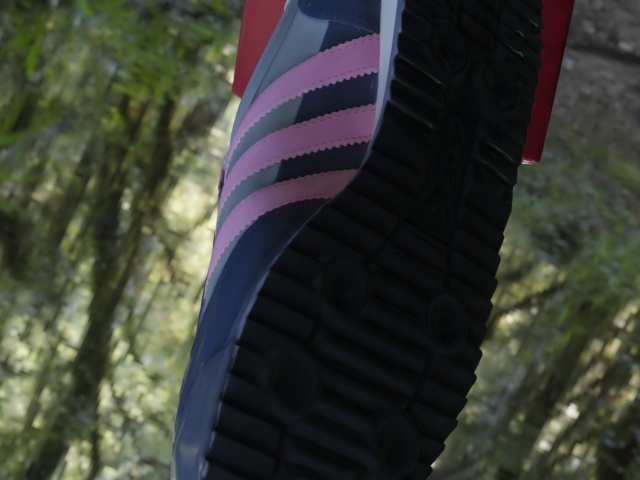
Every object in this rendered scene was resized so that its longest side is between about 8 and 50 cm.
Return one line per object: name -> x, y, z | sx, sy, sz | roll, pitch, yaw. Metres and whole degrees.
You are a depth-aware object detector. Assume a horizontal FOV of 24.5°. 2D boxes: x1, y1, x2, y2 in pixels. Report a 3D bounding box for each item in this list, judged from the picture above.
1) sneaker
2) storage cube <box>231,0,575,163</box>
sneaker -> 0.000, 0.000, 0.618 | 0.112, 0.319, 0.131 | 40, 144, -27
storage cube -> 0.057, -0.173, 1.051 | 0.183, 0.193, 0.215 | 4, -165, -21
